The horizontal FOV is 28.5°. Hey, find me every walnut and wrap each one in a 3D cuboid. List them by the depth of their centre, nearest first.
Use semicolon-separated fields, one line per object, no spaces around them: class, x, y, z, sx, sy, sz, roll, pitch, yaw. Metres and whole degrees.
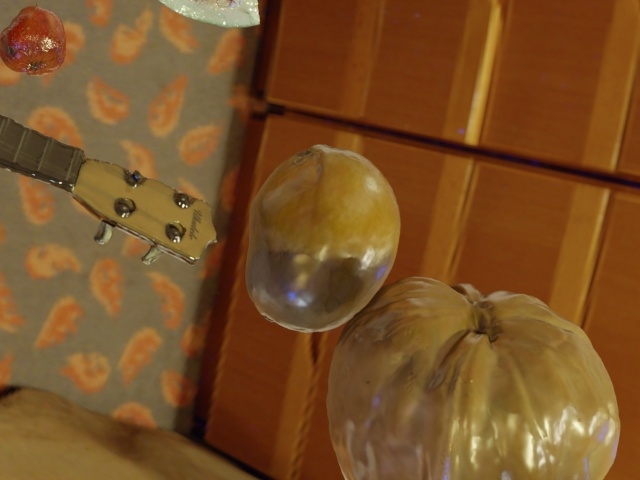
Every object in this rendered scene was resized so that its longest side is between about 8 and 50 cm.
walnut;0.152;0.185;1.288;0.285;0.296;0.285;5;90;-85

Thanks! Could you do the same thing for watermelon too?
watermelon;-0.051;-0.138;0.587;0.085;0.085;0.061;-9;142;-42

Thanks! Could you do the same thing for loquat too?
loquat;0.000;0.000;1.443;0.179;0.179;0.227;41;49;-43

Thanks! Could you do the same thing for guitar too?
guitar;-0.157;-0.054;0.453;0.271;0.038;0.084;29;52;-25

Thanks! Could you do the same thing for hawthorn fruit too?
hawthorn fruit;-0.357;-0.252;1.570;0.093;0.093;0.093;-15;112;-41
